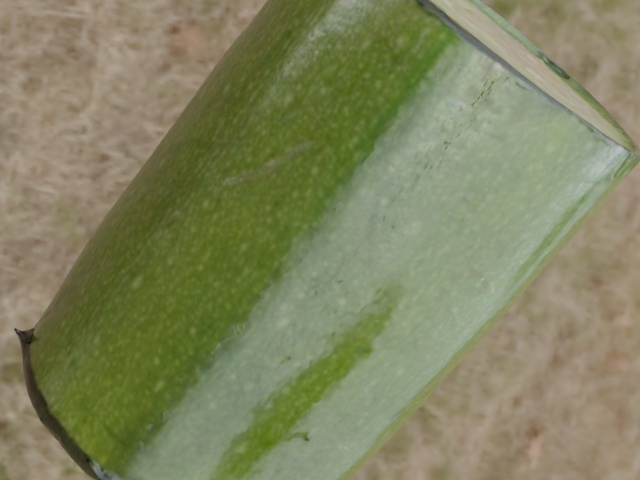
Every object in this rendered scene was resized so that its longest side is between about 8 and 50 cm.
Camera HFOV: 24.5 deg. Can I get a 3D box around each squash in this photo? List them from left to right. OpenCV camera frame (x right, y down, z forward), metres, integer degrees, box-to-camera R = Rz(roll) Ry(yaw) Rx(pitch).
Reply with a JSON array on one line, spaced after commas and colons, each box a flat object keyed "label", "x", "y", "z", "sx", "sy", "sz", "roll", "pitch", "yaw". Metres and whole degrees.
[{"label": "squash", "x": 0.000, "y": 0.000, "z": 1.026, "sx": 0.384, "sy": 0.263, "sz": 0.263, "roll": -51, "pitch": 154, "yaw": 17}]
